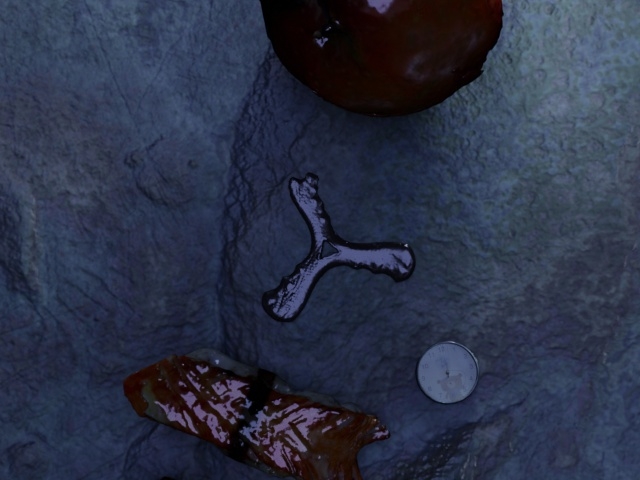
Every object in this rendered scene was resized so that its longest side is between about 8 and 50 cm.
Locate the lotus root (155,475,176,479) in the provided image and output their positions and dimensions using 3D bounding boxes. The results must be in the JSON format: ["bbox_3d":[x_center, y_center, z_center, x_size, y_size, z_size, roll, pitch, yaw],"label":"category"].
[{"bbox_3d":[-0.227,0.491,1.746,0.375,0.111,0.390,14,84,6],"label":"lotus root"}]

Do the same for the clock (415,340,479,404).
[{"bbox_3d":[0.165,0.172,1.809,0.085,0.017,0.085,0,84,2],"label":"clock"}]

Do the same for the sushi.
[{"bbox_3d":[-0.082,0.222,1.764,0.332,0.130,0.124,22,90,9],"label":"sushi"}]

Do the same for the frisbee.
[{"bbox_3d":[0.000,0.000,1.835,0.211,0.012,0.187,-24,83,0],"label":"frisbee"}]

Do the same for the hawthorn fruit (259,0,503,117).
[{"bbox_3d":[0.071,-0.300,1.736,0.316,0.316,0.316,0,84,2],"label":"hawthorn fruit"}]
